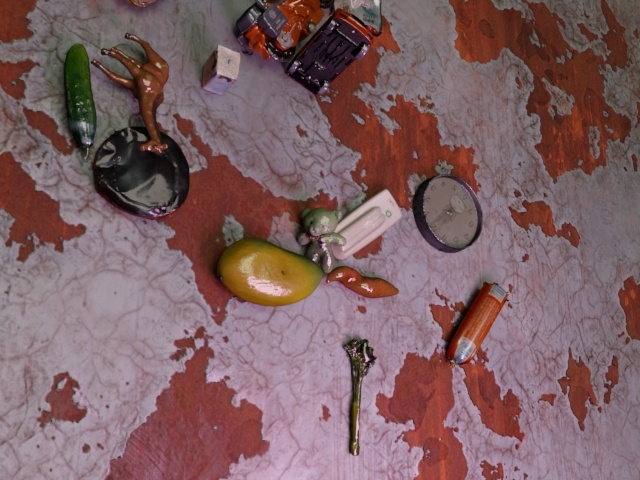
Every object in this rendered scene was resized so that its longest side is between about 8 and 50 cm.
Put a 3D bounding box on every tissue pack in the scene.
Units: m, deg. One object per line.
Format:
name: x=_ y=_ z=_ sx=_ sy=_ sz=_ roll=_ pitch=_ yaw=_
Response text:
tissue pack: x=-0.221 y=-0.375 z=1.354 sx=0.058 sy=0.094 sz=0.074 roll=11 pitch=74 yaw=-29

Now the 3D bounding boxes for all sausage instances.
sausage: x=0.391 y=0.223 z=1.558 sx=0.083 sy=0.083 sz=0.264 roll=46 pitch=61 yaw=-11

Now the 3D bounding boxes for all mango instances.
mango: x=-0.105 y=0.075 z=1.302 sx=0.237 sy=0.091 sz=0.137 roll=22 pitch=73 yaw=-23

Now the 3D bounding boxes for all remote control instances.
remote control: x=0.108 y=-0.040 z=1.480 sx=0.230 sy=0.049 sz=0.090 roll=-36 pitch=98 yaw=-33

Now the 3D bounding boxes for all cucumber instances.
cucumber: x=-0.475 y=-0.280 z=1.203 sx=0.056 sy=0.056 sz=0.250 roll=-4 pitch=76 yaw=-31

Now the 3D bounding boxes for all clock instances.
clock: x=0.344 y=-0.074 z=1.630 sx=0.214 sy=0.042 sz=0.215 roll=8 pitch=73 yaw=-28

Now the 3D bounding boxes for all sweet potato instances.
sweet potato: x=0.105 y=0.104 z=1.436 sx=0.202 sy=0.058 sz=0.055 roll=20 pitch=88 yaw=-25

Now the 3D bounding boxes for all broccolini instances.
broccolini: x=0.083 y=0.349 z=1.377 sx=0.057 sy=0.071 sz=0.255 roll=33 pitch=61 yaw=-67

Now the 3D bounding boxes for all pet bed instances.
pet bed: x=-0.359 y=-0.138 z=1.235 sx=0.201 sy=0.053 sz=0.201 roll=8 pitch=73 yaw=-29

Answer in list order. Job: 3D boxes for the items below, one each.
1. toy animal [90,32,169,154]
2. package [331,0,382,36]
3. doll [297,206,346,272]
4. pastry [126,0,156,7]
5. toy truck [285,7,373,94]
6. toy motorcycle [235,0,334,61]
toy animal: x=-0.364 y=-0.299 z=1.243 sx=0.229 sy=0.066 sz=0.224 roll=41 pitch=46 yaw=-10
package: x=0.099 y=-0.678 z=1.657 sx=0.166 sy=0.040 sz=0.232 roll=6 pitch=75 yaw=-29
doll: x=0.000 y=0.000 z=1.377 sx=0.115 sy=0.077 sz=0.150 roll=1 pitch=97 yaw=12
pastry: x=-0.392 y=-0.580 z=1.320 sx=0.153 sy=0.081 sz=0.153 roll=6 pitch=78 yaw=-28
toy truck: x=0.024 y=-0.449 z=1.425 sx=0.107 sy=0.252 sz=0.114 roll=32 pitch=59 yaw=-19
toy motorcycle: x=-0.093 y=-0.582 z=1.458 sx=0.221 sy=0.147 sz=0.326 roll=43 pitch=59 yaw=-22
